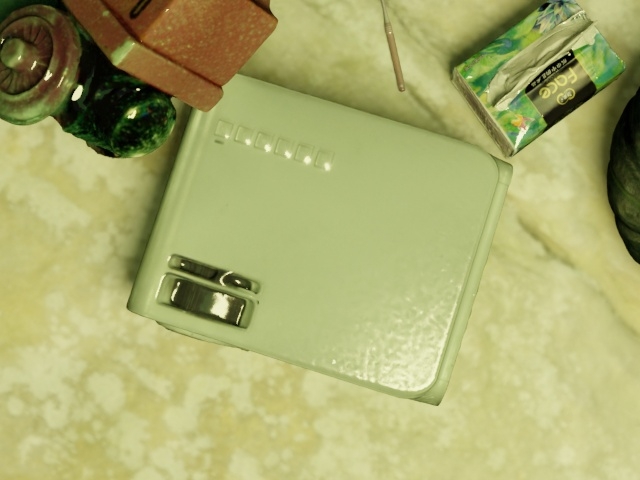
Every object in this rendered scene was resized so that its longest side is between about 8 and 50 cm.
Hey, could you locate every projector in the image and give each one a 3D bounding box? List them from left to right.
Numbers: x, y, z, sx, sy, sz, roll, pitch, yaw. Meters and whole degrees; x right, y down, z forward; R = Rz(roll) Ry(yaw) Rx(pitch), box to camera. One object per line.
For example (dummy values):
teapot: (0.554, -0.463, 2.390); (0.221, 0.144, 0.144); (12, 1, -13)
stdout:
projector: (0.000, 0.000, 0.897); (0.250, 0.108, 0.198); (17, 86, 2)

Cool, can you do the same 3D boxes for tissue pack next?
tissue pack: (0.172, -0.133, 0.911); (0.111, 0.079, 0.085); (-36, 85, 0)

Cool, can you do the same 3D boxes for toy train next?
toy train: (-0.172, -0.205, 0.852); (0.221, 0.150, 0.304); (-48, 62, 12)

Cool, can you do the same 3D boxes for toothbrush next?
toothbrush: (0.057, -0.170, 0.954); (0.006, 0.008, 0.097); (-14, 87, 15)

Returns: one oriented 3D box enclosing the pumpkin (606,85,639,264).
pumpkin: (0.339, -0.040, 0.844); (0.250, 0.216, 0.250); (12, 110, 35)
